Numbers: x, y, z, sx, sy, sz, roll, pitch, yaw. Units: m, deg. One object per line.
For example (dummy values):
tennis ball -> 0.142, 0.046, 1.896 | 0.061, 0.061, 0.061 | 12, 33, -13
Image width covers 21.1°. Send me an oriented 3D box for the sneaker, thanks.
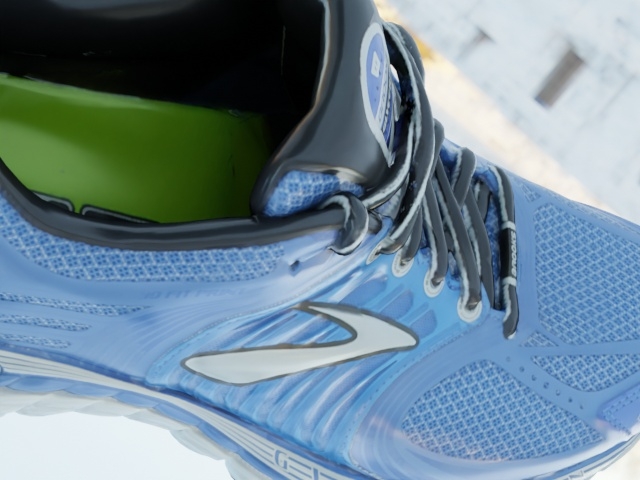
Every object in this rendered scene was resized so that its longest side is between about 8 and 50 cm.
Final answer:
sneaker -> 0.000, 0.000, 0.506 | 0.330, 0.147, 0.130 | 11, -125, -32
